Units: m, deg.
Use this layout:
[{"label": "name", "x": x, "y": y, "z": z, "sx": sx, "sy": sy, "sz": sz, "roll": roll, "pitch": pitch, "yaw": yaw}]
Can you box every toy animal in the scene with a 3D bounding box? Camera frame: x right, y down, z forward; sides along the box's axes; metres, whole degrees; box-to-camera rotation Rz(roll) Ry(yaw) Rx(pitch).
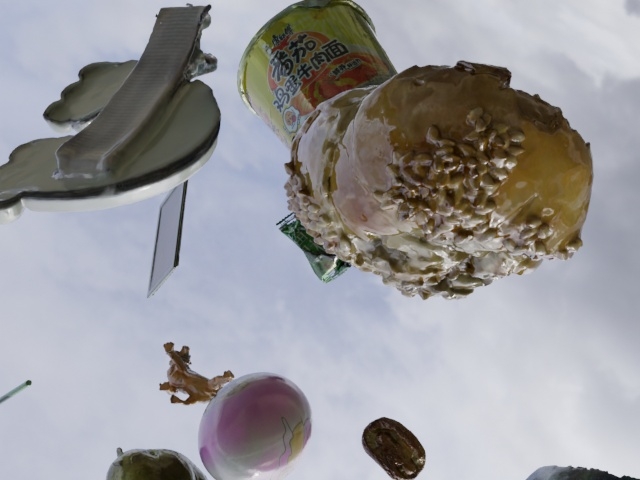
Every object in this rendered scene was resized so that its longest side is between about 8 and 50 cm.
[{"label": "toy animal", "x": -0.241, "y": 0.307, "z": 1.764, "sx": 0.255, "sy": 0.114, "sz": 0.116, "roll": 22, "pitch": 170, "yaw": 28}]

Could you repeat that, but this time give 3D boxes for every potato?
[{"label": "potato", "x": -0.270, "y": 0.447, "z": 1.446, "sx": 0.248, "sy": 0.143, "sz": 0.169, "roll": 46, "pitch": -138, "yaw": -53}]

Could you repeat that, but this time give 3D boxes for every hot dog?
[{"label": "hot dog", "x": 0.152, "y": 0.433, "z": 1.746, "sx": 0.099, "sy": 0.065, "sz": 0.147, "roll": -40, "pitch": -99, "yaw": -14}]

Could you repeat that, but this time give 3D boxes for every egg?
[{"label": "egg", "x": -0.111, "y": 0.331, "z": 1.459, "sx": 0.196, "sy": 0.196, "sz": 0.271, "roll": 34, "pitch": -176, "yaw": -2}]

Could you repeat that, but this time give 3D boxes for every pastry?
[{"label": "pastry", "x": 0.102, "y": -0.038, "z": 0.811, "sx": 0.255, "sy": 0.310, "sz": 0.162, "roll": 34, "pitch": -119, "yaw": -26}]

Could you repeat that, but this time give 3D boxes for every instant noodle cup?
[{"label": "instant noodle cup", "x": 0.020, "y": -0.228, "z": 1.361, "sx": 0.264, "sy": 0.264, "sz": 0.200, "roll": 3, "pitch": -135, "yaw": -41}]

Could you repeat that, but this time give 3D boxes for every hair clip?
[{"label": "hair clip", "x": -0.132, "y": -0.086, "z": 0.572, "sx": 0.140, "sy": 0.054, "sz": 0.220, "roll": 8, "pitch": -136, "yaw": 15}]

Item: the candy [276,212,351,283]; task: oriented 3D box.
[{"label": "candy", "x": 0.000, "y": 0.000, "z": 2.106, "sx": 0.203, "sy": 0.141, "sz": 0.078, "roll": 53, "pitch": -167, "yaw": 0}]

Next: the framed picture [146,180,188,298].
[{"label": "framed picture", "x": -0.373, "y": -0.015, "z": 2.066, "sx": 0.017, "sy": 0.217, "sz": 0.274, "roll": 15, "pitch": -118, "yaw": -24}]

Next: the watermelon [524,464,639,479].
[{"label": "watermelon", "x": 0.384, "y": 0.378, "z": 1.066, "sx": 0.226, "sy": 0.318, "sz": 0.148, "roll": 52, "pitch": -132, "yaw": -52}]

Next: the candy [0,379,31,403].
[{"label": "candy", "x": -0.506, "y": 0.259, "z": 1.221, "sx": 0.084, "sy": 0.287, "sz": 0.078, "roll": -8, "pitch": -110, "yaw": -56}]
